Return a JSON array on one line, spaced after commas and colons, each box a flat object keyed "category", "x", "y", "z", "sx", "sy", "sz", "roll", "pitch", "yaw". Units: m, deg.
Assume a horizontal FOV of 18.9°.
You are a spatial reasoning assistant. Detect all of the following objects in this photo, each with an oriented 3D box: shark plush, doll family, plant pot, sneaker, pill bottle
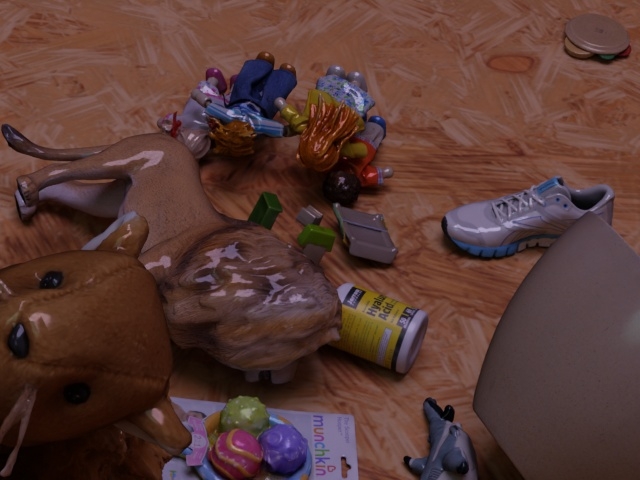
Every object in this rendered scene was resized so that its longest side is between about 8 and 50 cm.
[{"category": "shark plush", "x": 0.104, "y": 0.193, "z": 1.744, "sx": 0.067, "sy": 0.073, "sz": 0.161, "roll": -21, "pitch": 46, "yaw": 11}, {"category": "doll family", "x": -0.044, "y": -0.131, "z": 2.039, "sx": 0.263, "sy": 0.118, "sz": 0.163, "roll": 15, "pitch": 41, "yaw": 6}, {"category": "plant pot", "x": 0.247, "y": 0.142, "z": 1.699, "sx": 0.191, "sy": 0.284, "sz": 0.284, "roll": -36, "pitch": 50, "yaw": 1}, {"category": "sneaker", "x": 0.220, "y": -0.034, "z": 2.008, "sx": 0.190, "sy": 0.083, "sz": 0.071, "roll": -4, "pitch": 44, "yaw": -14}, {"category": "pill bottle", "x": 0.040, "y": 0.079, "z": 1.852, "sx": 0.116, "sy": 0.065, "sz": 0.065, "roll": 20, "pitch": 41, "yaw": 13}]

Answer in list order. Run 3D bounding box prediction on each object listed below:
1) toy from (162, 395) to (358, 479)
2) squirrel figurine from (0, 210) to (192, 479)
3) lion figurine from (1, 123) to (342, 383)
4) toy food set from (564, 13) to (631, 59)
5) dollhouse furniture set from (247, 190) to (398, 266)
[{"category": "toy", "x": -0.080, "y": 0.181, "z": 1.717, "sx": 0.237, "sy": 0.056, "sz": 0.137, "roll": 4, "pitch": 42, "yaw": -6}, {"category": "squirrel figurine", "x": -0.263, "y": 0.107, "z": 1.506, "sx": 0.370, "sy": 0.397, "sz": 0.281, "roll": -19, "pitch": 74, "yaw": 19}, {"category": "lion figurine", "x": -0.150, "y": -0.013, "z": 1.853, "sx": 0.240, "sy": 0.142, "sz": 0.392, "roll": -20, "pitch": 54, "yaw": -13}, {"category": "toy food set", "x": 0.336, "y": -0.246, "z": 2.326, "sx": 0.082, "sy": 0.020, "sz": 0.083, "roll": 9, "pitch": 40, "yaw": -1}, {"category": "dollhouse furniture set", "x": 0.000, "y": 0.000, "z": 1.970, "sx": 0.151, "sy": 0.059, "sz": 0.076, "roll": 14, "pitch": 28, "yaw": -25}]
